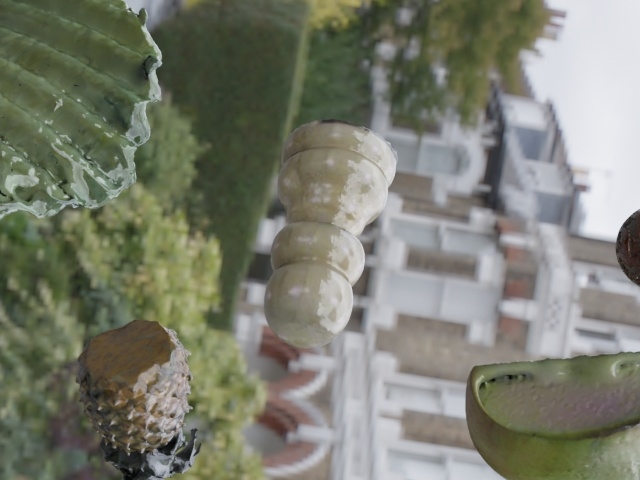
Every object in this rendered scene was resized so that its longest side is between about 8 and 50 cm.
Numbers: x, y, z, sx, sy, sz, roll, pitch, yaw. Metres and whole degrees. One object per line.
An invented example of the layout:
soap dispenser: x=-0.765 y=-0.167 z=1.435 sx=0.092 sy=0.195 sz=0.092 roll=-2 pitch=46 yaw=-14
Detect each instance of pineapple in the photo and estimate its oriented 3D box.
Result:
pineapple: x=-0.169 y=0.194 z=1.513 sx=0.125 sy=0.125 sz=0.251 roll=-88 pitch=175 yaw=-52

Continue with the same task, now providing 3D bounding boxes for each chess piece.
chess piece: x=0.000 y=0.000 z=1.762 sx=0.143 sy=0.142 sz=0.261 roll=108 pitch=-4 yaw=-56

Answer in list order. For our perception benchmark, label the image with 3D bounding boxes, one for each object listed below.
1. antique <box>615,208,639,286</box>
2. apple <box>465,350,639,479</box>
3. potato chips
antique: x=0.374 y=0.007 z=1.690 sx=0.104 sy=0.104 sz=0.104 roll=-171 pitch=-90 yaw=-84
apple: x=0.284 y=0.214 z=1.602 sx=0.120 sy=0.264 sz=0.193 roll=-81 pitch=161 yaw=-46
potato chips: x=-0.367 y=-0.183 z=1.752 sx=0.389 sy=0.373 sz=0.097 roll=47 pitch=-32 yaw=28
